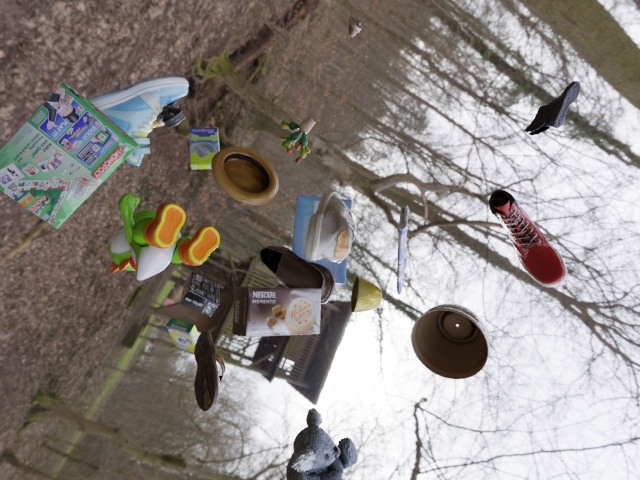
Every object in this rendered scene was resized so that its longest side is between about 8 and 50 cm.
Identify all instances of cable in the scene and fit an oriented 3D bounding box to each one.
[{"bbox_3d":[-0.460,-0.380,1.242,0.139,0.072,0.287,-41,-138,-25],"label":"cable"}]

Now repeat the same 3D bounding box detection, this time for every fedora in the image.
[{"bbox_3d":[-0.213,-0.167,1.117,0.079,0.194,0.194,-42,-154,49],"label":"fedora"}]

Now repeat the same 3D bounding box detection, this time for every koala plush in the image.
[{"bbox_3d":[-0.017,0.603,1.129,0.196,0.203,0.221,-66,150,-54],"label":"koala plush"}]

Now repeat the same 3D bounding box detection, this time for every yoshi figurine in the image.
[{"bbox_3d":[-0.410,-0.022,1.015,0.362,0.203,0.204,-7,-83,41],"label":"yoshi figurine"}]

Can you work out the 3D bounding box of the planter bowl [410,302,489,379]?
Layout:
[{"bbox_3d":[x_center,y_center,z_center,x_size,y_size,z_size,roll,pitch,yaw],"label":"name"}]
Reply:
[{"bbox_3d":[0.295,0.208,0.898,0.109,0.162,0.162,-26,154,-56],"label":"planter bowl"}]

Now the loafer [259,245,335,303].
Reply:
[{"bbox_3d":[-0.101,0.118,1.445,0.366,0.130,0.134,24,-85,43],"label":"loafer"}]

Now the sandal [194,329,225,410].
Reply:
[{"bbox_3d":[-0.272,0.316,1.006,0.090,0.060,0.219,-55,-146,16],"label":"sandal"}]

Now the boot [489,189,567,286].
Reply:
[{"bbox_3d":[0.494,-0.009,0.984,0.088,0.176,0.244,-35,-131,24],"label":"boot"}]

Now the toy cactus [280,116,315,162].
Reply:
[{"bbox_3d":[-0.090,-0.455,1.755,0.180,0.112,0.219,-38,-125,21],"label":"toy cactus"}]

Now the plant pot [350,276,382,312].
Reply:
[{"bbox_3d":[0.172,0.205,1.488,0.134,0.095,0.134,-171,-90,-86],"label":"plant pot"}]

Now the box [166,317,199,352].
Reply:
[{"bbox_3d":[-0.515,0.373,1.547,0.179,0.105,0.043,88,20,-47],"label":"box"}]

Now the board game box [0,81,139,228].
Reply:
[{"bbox_3d":[-0.663,-0.208,1.036,0.317,0.213,0.046,-42,-152,6],"label":"board game box"}]

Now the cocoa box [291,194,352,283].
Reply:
[{"bbox_3d":[0.000,0.000,1.701,0.228,0.231,0.347,124,-29,-88],"label":"cocoa box"}]

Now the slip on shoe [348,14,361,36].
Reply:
[{"bbox_3d":[0.124,-0.804,1.518,0.041,0.051,0.135,-47,-148,35],"label":"slip on shoe"}]

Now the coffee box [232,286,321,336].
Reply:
[{"bbox_3d":[-0.126,0.209,1.206,0.098,0.246,0.141,-8,-103,55],"label":"coffee box"}]

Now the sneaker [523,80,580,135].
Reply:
[{"bbox_3d":[0.693,-0.395,1.212,0.089,0.051,0.170,40,-72,58],"label":"sneaker"}]

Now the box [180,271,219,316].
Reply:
[{"bbox_3d":[-0.537,0.239,1.819,0.077,0.147,0.180,-54,-156,12],"label":"box"}]

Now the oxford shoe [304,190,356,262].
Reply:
[{"bbox_3d":[0.043,-0.042,1.219,0.449,0.130,0.169,-73,170,-72],"label":"oxford shoe"}]

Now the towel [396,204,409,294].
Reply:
[{"bbox_3d":[0.311,0.033,1.528,0.209,0.034,0.285,-63,153,-59],"label":"towel"}]

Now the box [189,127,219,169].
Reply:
[{"bbox_3d":[-0.441,-0.360,1.543,0.042,0.109,0.178,126,-41,-71],"label":"box"}]

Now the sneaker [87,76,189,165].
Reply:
[{"bbox_3d":[-0.510,-0.339,1.180,0.319,0.208,0.127,-22,-165,-7],"label":"sneaker"}]
